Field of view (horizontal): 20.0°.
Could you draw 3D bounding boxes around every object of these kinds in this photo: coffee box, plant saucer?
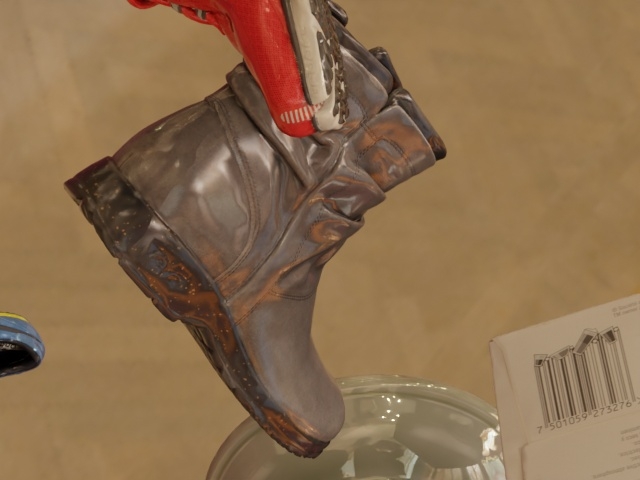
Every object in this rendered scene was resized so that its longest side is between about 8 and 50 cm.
[{"bbox_3d":[0.379,0.268,1.707,0.338,0.338,0.334,-93,160,-44],"label":"coffee box"},{"bbox_3d":[0.063,0.332,2.092,0.401,0.400,0.100,20,34,-16],"label":"plant saucer"}]

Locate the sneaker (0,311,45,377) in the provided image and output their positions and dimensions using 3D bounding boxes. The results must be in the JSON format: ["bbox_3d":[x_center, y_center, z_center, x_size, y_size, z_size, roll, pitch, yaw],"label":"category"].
[{"bbox_3d":[-0.393,0.117,1.898,0.209,0.069,0.082,-3,19,-18],"label":"sneaker"}]

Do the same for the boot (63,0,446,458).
[{"bbox_3d":[0.000,0.000,1.222,0.118,0.223,0.338,49,-4,38],"label":"boot"}]

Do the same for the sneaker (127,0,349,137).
[{"bbox_3d":[-0.073,-0.150,0.979,0.118,0.107,0.279,-28,60,-3],"label":"sneaker"}]
